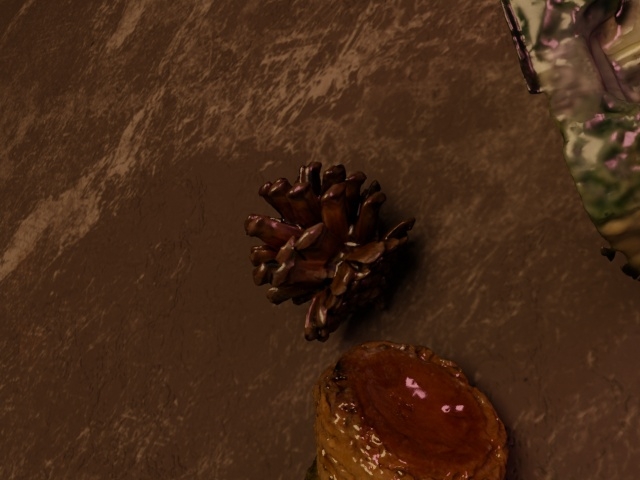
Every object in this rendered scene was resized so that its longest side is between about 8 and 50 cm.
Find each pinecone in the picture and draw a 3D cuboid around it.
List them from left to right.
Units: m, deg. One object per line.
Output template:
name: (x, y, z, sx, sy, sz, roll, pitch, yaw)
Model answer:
pinecone: (0.003, 0.002, 0.862, 0.179, 0.150, 0.195, -49, 45, 19)

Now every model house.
model house: (0.312, -0.147, 0.605, 0.266, 0.261, 0.321, -22, 62, 28)

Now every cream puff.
cream puff: (0.057, 0.204, 0.737, 0.183, 0.183, 0.168, 57, 134, 39)
